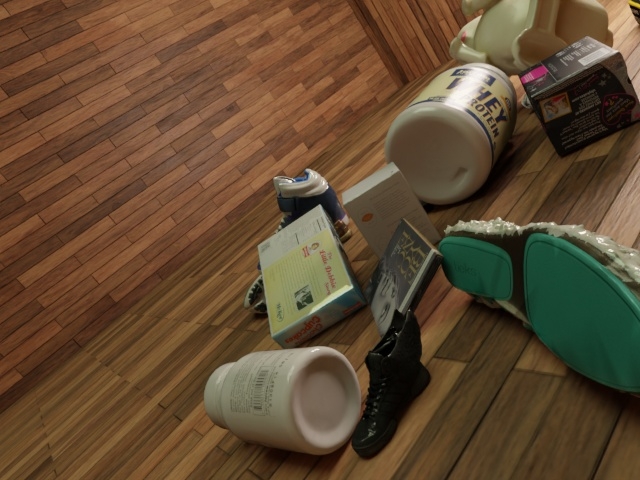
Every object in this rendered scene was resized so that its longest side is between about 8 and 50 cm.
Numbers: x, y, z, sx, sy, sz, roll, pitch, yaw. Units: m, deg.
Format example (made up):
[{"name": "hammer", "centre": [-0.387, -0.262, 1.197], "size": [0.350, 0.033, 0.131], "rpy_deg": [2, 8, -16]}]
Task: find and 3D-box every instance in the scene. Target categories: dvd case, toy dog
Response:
[{"name": "dvd case", "centre": [0.129, 0.061, 0.806], "size": [0.221, 0.018, 0.164], "rpy_deg": [-104, 38, -73]}, {"name": "toy dog", "centre": [0.554, -0.580, 1.354], "size": [0.395, 0.284, 0.408], "rpy_deg": [-2, 8, -19]}]

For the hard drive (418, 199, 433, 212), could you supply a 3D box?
[{"name": "hard drive", "centre": [0.229, -0.085, 1.176], "size": [0.094, 0.022, 0.135], "rpy_deg": [-29, 17, 20]}]

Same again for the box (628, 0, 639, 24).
[{"name": "box", "centre": [0.976, -0.648, 1.188], "size": [0.322, 0.079, 0.257], "rpy_deg": [-26, 16, 32]}]

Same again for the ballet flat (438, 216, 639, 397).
[{"name": "ballet flat", "centre": [0.272, 0.034, 0.549], "size": [0.147, 0.147, 0.409], "rpy_deg": [-36, 15, -2]}]

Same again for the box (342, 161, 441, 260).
[{"name": "box", "centre": [0.142, -0.050, 0.974], "size": [0.130, 0.170, 0.091], "rpy_deg": [-31, 16, 11]}]

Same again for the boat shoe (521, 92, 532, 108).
[{"name": "boat shoe", "centre": [0.568, -0.379, 1.271], "size": [0.063, 0.066, 0.184], "rpy_deg": [-35, 12, 42]}]

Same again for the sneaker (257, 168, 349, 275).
[{"name": "sneaker", "centre": [-0.100, -0.066, 1.402], "size": [0.323, 0.236, 0.130], "rpy_deg": [-33, 15, 7]}]

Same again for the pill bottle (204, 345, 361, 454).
[{"name": "pill bottle", "centre": [-0.065, 0.221, 0.677], "size": [0.229, 0.131, 0.131], "rpy_deg": [-18, 23, 47]}]

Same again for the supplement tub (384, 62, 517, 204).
[{"name": "supplement tub", "centre": [0.314, -0.258, 1.111], "size": [0.235, 0.235, 0.325], "rpy_deg": [-19, 23, 46]}]

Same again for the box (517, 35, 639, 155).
[{"name": "box", "centre": [0.524, -0.302, 0.984], "size": [0.163, 0.142, 0.247], "rpy_deg": [-26, 19, 27]}]

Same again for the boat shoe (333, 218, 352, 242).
[{"name": "boat shoe", "centre": [0.000, 0.000, 1.328], "size": [0.178, 0.060, 0.064], "rpy_deg": [-30, 16, 19]}]

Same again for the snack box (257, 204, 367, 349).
[{"name": "snack box", "centre": [-0.032, 0.066, 1.030], "size": [0.187, 0.060, 0.322], "rpy_deg": [-33, 34, 9]}]

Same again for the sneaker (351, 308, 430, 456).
[{"name": "sneaker", "centre": [0.078, 0.173, 0.599], "size": [0.170, 0.089, 0.051], "rpy_deg": [-43, 17, -27]}]

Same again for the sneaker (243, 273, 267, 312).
[{"name": "sneaker", "centre": [-0.096, 0.077, 1.238], "size": [0.275, 0.107, 0.110], "rpy_deg": [-42, 8, -22]}]
